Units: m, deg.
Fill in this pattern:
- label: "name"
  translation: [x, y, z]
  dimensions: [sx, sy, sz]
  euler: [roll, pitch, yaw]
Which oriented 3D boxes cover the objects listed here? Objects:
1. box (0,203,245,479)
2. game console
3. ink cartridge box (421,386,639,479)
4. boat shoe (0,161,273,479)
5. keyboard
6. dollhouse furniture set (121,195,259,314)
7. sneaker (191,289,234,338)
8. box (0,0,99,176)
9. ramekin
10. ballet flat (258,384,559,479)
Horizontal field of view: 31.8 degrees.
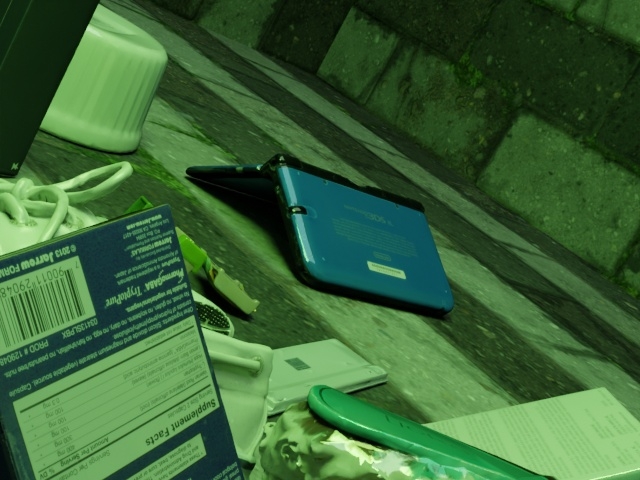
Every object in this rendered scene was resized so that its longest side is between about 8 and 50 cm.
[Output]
- label: "box"
  translation: [-0.090, 0.107, 0.507]
  dimensions: [0.036, 0.225, 0.136]
  euler: [-12, 6, 33]
- label: "game console"
  translation: [0.000, 0.000, 1.465]
  dimensions: [0.293, 0.173, 0.250]
  euler: [15, 50, -45]
- label: "ink cartridge box"
  translation: [0.121, 0.173, 0.806]
  dimensions: [0.232, 0.066, 0.189]
  euler: [-16, 7, 2]
- label: "boat shoe"
  translation: [-0.147, 0.025, 0.573]
  dimensions: [0.135, 0.157, 0.367]
  euler: [4, -20, 45]
- label: "keyboard"
  translation: [-0.014, 0.119, 1.011]
  dimensions: [0.072, 0.014, 0.256]
  euler: [29, 11, 23]
- label: "dollhouse furniture set"
  translation: [-0.132, 0.030, 1.069]
  dimensions: [0.151, 0.058, 0.076]
  euler: [44, -3, -27]
- label: "sneaker"
  translation: [-0.120, 0.058, 0.969]
  dimensions: [0.109, 0.040, 0.044]
  euler: [36, -2, 14]
- label: "box"
  translation: [-0.328, -0.218, 1.067]
  dimensions: [0.184, 0.261, 0.103]
  euler: [32, 13, 16]
- label: "ramekin"
  translation: [-0.329, -0.235, 1.420]
  dimensions: [0.277, 0.135, 0.277]
  euler: [28, 13, -7]
- label: "ballet flat"
  translation: [0.154, 0.198, 0.643]
  dimensions: [0.408, 0.147, 0.147]
  euler: [16, 12, 3]
